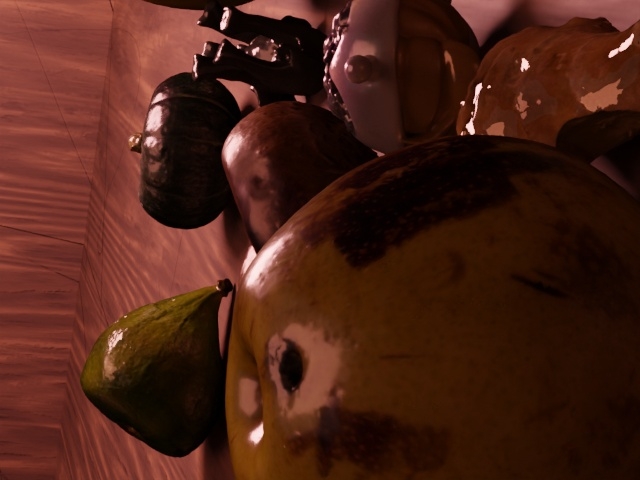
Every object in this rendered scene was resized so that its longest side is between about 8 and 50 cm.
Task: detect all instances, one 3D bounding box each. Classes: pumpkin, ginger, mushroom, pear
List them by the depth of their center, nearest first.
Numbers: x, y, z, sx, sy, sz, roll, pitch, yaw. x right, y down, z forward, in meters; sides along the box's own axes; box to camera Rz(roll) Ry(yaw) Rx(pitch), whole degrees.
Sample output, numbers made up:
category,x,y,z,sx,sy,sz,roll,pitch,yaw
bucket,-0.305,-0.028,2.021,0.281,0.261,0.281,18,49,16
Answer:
category,x,y,z,sx,sy,sz,roll,pitch,yaw
pear,0.077,0.069,0.764,0.283,0.283,0.284,-174,90,-72
ginger,0.183,-0.114,0.810,0.294,0.086,0.131,-33,29,57
mushroom,0.000,0.000,1.161,0.253,0.153,0.253,-13,-90,-88
pumpkin,-0.183,-0.122,1.803,0.211,0.152,0.212,-169,90,-75

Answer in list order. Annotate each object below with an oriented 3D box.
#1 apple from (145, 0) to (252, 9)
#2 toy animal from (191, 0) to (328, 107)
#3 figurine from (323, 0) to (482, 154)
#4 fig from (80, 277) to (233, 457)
category,x,y,z,sx,sy,sz,roll,pitch,yaw
apple,-0.140,-0.431,1.531,0.338,0.305,0.338,-52,18,24
toy animal,-0.068,-0.199,1.488,0.245,0.146,0.115,-135,60,-66
figurine,0.058,-0.155,1.117,0.274,0.133,0.194,-107,17,-60
fig,-0.198,0.152,1.790,0.235,0.203,0.203,-58,11,-17
